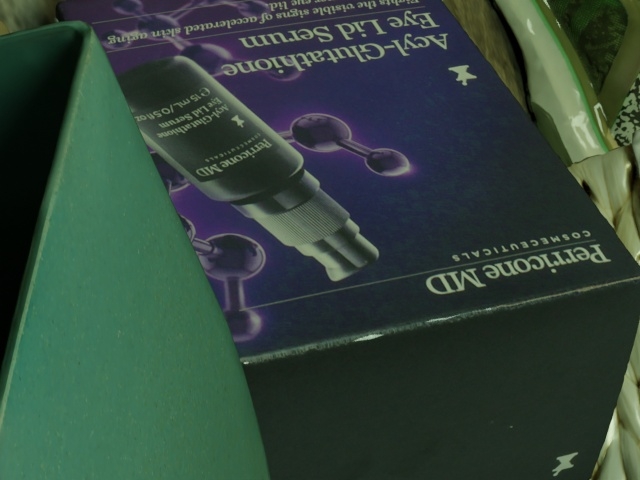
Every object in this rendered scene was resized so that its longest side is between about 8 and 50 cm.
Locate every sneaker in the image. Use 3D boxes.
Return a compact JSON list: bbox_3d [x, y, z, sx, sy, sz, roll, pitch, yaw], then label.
[{"bbox_3d":[0.229,-0.213,1.446,0.410,0.182,0.158,67,24,-13],"label":"sneaker"}]

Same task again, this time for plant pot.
[{"bbox_3d":[-0.101,0.094,0.521,0.165,0.166,0.234,-84,156,-43],"label":"plant pot"}]

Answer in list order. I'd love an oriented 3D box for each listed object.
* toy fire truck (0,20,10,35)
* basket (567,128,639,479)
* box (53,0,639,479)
[{"bbox_3d":[-0.151,-0.154,0.642,0.159,0.246,0.217,4,62,-21],"label":"toy fire truck"},{"bbox_3d":[0.137,0.168,0.864,0.328,0.266,0.331,31,46,-58],"label":"basket"},{"bbox_3d":[0.000,0.000,0.693,0.207,0.153,0.108,-122,-151,-42],"label":"box"}]
